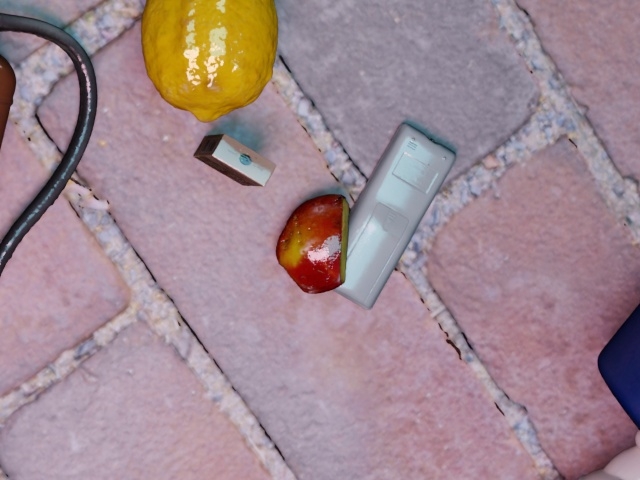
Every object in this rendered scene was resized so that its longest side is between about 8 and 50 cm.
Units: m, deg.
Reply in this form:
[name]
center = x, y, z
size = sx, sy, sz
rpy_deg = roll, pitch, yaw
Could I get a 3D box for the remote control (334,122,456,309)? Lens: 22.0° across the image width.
[remote control]
center = 0.060, -0.021, 1.453
size = 0.061, 0.029, 0.162
rpy_deg = 30, 89, -16

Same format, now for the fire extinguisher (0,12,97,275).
[fire extinguisher]
center = -0.301, -0.049, 1.339
size = 0.200, 0.113, 0.376
rpy_deg = 7, 97, -57

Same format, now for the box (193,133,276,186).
[box]
center = -0.073, -0.067, 1.388
size = 0.053, 0.083, 0.024
rpy_deg = 30, 83, -14

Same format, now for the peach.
[peach]
center = 0.000, 0.000, 1.418
size = 0.083, 0.050, 0.077
rpy_deg = -44, 71, 0

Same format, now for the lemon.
[lemon]
center = -0.091, -0.174, 1.359
size = 0.114, 0.114, 0.155
rpy_deg = 0, 89, -14

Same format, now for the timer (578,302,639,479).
[timer]
center = 0.279, 0.231, 1.445
size = 0.383, 0.270, 0.270
rpy_deg = -44, 104, 10
